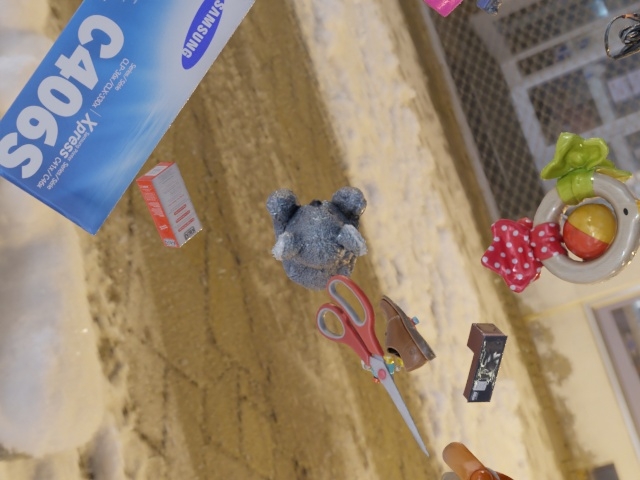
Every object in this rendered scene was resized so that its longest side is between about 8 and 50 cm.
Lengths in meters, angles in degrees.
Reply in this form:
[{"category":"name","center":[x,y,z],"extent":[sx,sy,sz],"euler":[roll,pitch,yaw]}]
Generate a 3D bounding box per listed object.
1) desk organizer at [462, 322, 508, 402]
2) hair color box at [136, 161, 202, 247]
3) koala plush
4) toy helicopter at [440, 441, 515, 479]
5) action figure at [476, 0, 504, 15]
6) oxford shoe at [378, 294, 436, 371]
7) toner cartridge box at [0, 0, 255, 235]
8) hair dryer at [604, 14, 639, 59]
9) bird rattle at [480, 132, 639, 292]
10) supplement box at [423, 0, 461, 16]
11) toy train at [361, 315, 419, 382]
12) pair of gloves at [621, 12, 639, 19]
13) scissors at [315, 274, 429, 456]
[{"category":"desk organizer","center":[0.275,0.209,1.530],"extent":[0.050,0.047,0.130],"euler":[-129,-135,-61]},{"category":"hair color box","center":[-0.273,-0.065,1.619],"extent":[0.072,0.043,0.141],"euler":[-44,126,-41]},{"category":"koala plush","center":[0.000,0.000,1.652],"extent":[0.221,0.196,0.203],"euler":[-156,-117,-86]},{"category":"toy helicopter","center":[0.351,0.460,1.548],"extent":[0.235,0.355,0.140],"euler":[48,60,-29]},{"category":"action figure","center":[0.348,-0.472,1.215],"extent":[0.178,0.341,0.330],"euler":[12,48,-29]},{"category":"oxford shoe","center":[0.151,0.182,1.775],"extent":[0.076,0.076,0.212],"euler":[48,7,-33]},{"category":"toner cartridge box","center":[-0.244,-0.195,1.077],"extent":[0.165,0.348,0.075],"euler":[34,-3,-14]},{"category":"hair dryer","center":[0.662,-0.422,1.689],"extent":[0.293,0.223,0.080],"euler":[13,42,-42]},{"category":"bird rattle","center":[0.363,-0.023,1.301],"extent":[0.143,0.254,0.207],"euler":[28,8,-46]},{"category":"supplement box","center":[0.079,-0.322,0.789],"extent":[0.114,0.111,0.220],"euler":[21,35,-44]},{"category":"toy train","center":[0.162,0.245,2.028],"extent":[0.125,0.166,0.046],"euler":[57,-10,-33]},{"category":"pair of gloves","center":[0.519,-0.350,1.399],"extent":[0.083,0.074,0.010],"euler":[-88,178,-77]},{"category":"scissors","center":[0.089,0.178,1.330],"extent":[0.021,0.109,0.297],"euler":[-3,43,-48]}]
